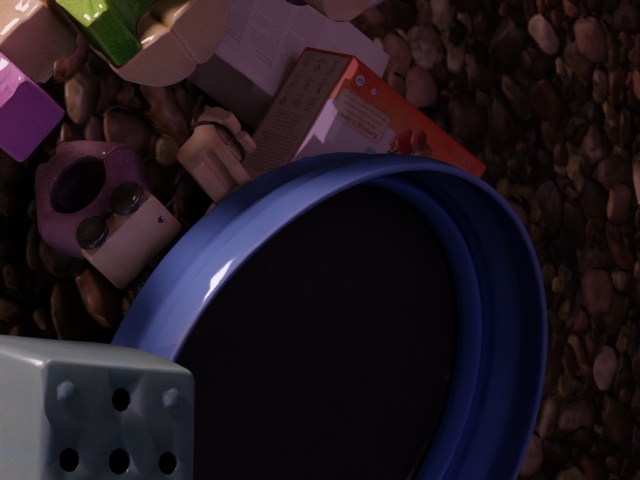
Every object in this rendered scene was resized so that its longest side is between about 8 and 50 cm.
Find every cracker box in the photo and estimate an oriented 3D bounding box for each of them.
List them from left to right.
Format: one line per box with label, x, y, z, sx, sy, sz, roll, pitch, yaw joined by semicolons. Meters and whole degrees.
cracker box;0.000;0.000;1.303;0.155;0.067;0.232;36;81;-35

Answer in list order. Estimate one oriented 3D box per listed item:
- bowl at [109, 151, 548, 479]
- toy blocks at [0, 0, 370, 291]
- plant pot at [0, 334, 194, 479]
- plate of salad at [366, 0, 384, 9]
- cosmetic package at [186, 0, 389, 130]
bowl;0.000;0.125;1.230;0.391;0.077;0.391;-21;121;-38
toy blocks;-0.166;-0.194;1.137;0.288;0.260;0.309;-45;139;-5
plant pot;-0.185;0.127;1.035;0.165;0.234;0.166;9;77;-43
plate of salad;-0.002;-0.272;1.402;0.199;0.048;0.200;6;80;-33
cosmetic package;-0.058;-0.154;1.320;0.239;0.060;0.099;36;59;-35
